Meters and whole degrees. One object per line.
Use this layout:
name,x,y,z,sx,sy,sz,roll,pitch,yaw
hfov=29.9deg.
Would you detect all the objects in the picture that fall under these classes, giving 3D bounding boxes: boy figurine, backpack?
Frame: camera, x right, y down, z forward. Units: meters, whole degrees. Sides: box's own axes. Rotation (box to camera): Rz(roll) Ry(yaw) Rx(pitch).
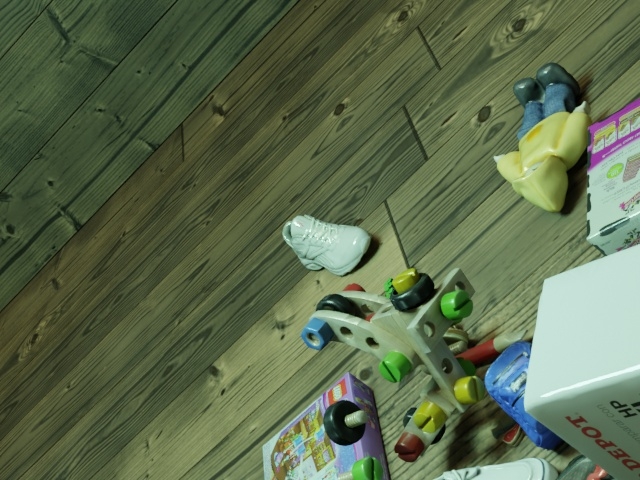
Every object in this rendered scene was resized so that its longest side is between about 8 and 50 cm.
boy figurine,0.340,-0.147,1.859,0.177,0.092,0.285,-28,30,36
backpack,0.266,0.182,1.486,0.098,0.101,0.120,-44,60,5

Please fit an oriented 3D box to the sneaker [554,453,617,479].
sneaker,0.277,0.346,1.300,0.135,0.097,0.276,-14,47,62

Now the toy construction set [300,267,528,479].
toy construction set,0.160,0.141,1.562,0.237,0.308,0.258,-31,76,45

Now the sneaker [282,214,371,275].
sneaker,0.000,0.000,2.201,0.232,0.115,0.090,-6,50,57

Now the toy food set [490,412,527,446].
toy food set,0.273,0.221,1.560,0.122,0.019,0.078,-48,25,7

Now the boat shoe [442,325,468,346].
boat shoe,0.179,0.134,1.800,0.135,0.050,0.045,0,61,59

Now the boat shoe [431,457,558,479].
boat shoe,0.176,0.331,1.499,0.258,0.084,0.095,-36,29,31

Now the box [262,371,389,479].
box,0.006,0.357,1.782,0.201,0.057,0.293,-43,26,19

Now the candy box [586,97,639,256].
candy box,0.446,-0.095,1.630,0.159,0.071,0.233,-31,32,37

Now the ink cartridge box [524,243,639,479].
ink cartridge box,0.433,0.117,1.116,0.395,0.285,0.166,-26,36,44

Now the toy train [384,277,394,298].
toy train,0.118,0.093,1.996,0.024,0.017,0.083,-50,23,27
